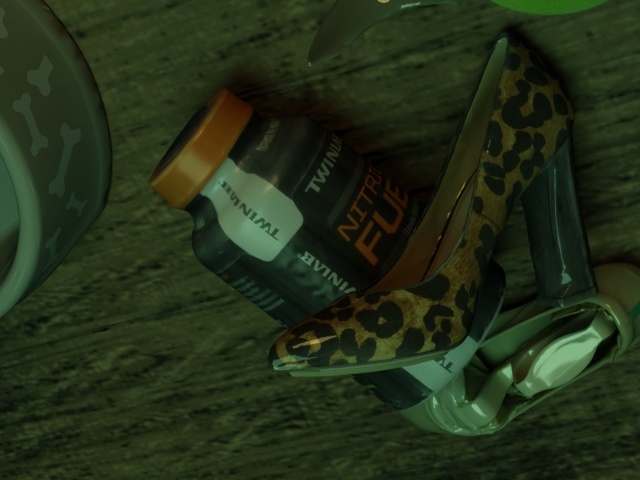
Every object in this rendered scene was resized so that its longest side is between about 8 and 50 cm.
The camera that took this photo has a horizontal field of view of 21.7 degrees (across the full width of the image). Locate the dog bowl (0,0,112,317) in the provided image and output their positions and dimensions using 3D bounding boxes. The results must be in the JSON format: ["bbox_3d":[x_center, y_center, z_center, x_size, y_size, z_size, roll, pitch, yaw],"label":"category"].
[{"bbox_3d":[-0.335,-0.069,1.245,0.348,0.102,0.349,8,128,11],"label":"dog bowl"}]

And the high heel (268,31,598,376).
[{"bbox_3d":[0.060,-0.023,1.066,0.093,0.261,0.186,0,105,58],"label":"high heel"}]

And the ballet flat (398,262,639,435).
[{"bbox_3d":[0.140,0.094,1.229,0.086,0.086,0.248,43,127,-16],"label":"ballet flat"}]

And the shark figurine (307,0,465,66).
[{"bbox_3d":[0.007,-0.249,0.884,0.116,0.166,0.278,-8,124,-15],"label":"shark figurine"}]

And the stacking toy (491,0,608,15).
[{"bbox_3d":[0.208,-0.196,0.904,0.308,0.130,0.280,8,136,-5],"label":"stacking toy"}]

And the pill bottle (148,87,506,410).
[{"bbox_3d":[0.000,0.000,1.170,0.245,0.130,0.130,37,128,-12],"label":"pill bottle"}]
